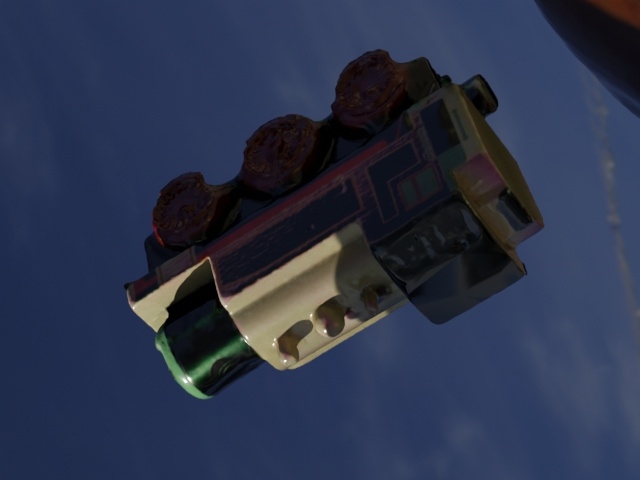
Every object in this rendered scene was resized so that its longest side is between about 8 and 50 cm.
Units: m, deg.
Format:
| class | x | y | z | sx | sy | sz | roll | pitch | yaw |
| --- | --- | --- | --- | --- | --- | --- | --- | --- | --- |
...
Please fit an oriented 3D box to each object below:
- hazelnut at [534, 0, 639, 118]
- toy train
| class | x | y | z | sx | sy | sz | roll | pitch | yaw |
| --- | --- | --- | --- | --- | --- | --- | --- | --- | --- |
| hazelnut | 0.192 | -0.135 | 0.759 | 0.229 | 0.229 | 0.229 | 39 | -141 | -40 |
| toy train | 0.000 | 0.000 | 0.529 | 0.050 | 0.138 | 0.087 | 47 | -162 | -39 |
